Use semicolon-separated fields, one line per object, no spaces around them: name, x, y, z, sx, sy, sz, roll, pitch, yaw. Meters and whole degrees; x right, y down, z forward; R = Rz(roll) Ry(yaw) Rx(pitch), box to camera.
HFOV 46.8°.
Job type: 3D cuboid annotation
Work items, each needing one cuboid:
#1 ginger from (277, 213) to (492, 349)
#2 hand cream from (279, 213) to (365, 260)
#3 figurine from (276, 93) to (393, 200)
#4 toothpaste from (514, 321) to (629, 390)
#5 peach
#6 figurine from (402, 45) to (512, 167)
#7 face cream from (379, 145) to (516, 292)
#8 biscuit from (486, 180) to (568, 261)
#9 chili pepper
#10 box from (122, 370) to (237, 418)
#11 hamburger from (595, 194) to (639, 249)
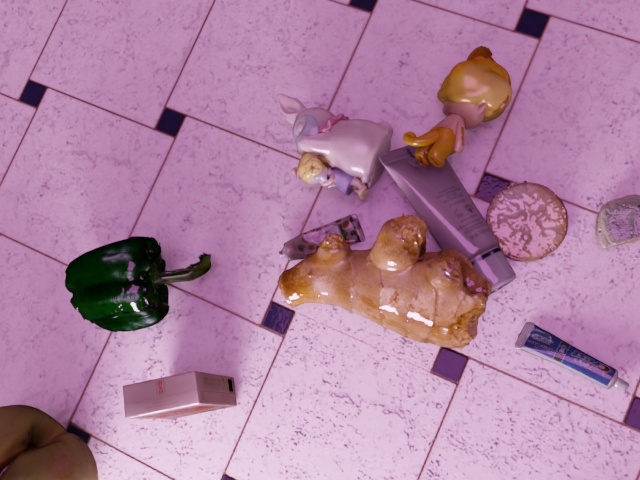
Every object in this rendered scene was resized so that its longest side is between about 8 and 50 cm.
ginger;0.102;0.070;1.284;0.375;0.236;0.166;9;52;6
hand cream;0.000;0.000;1.411;0.165;0.037;0.057;-20;77;1
figurine;0.004;-0.181;1.399;0.235;0.127;0.155;21;94;20
toothpaste;0.437;0.206;1.280;0.197;0.035;0.057;27;70;16
peach;-0.553;0.449;1.339;0.292;0.247;0.292;3;108;8
figurine;0.257;-0.239;1.341;0.156;0.131;0.246;12;61;51
face cream;0.236;-0.046;1.333;0.143;0.089;0.314;-21;75;-31
biscuit;0.374;-0.034;1.342;0.152;0.020;0.152;-2;80;12
chili pepper;-0.341;0.068;1.402;0.261;0.165;0.173;-14;66;7
box;-0.246;0.278;1.320;0.141;0.201;0.058;-13;73;8
hamburger;0.538;-0.038;1.294;0.121;0.054;0.084;-17;78;16
